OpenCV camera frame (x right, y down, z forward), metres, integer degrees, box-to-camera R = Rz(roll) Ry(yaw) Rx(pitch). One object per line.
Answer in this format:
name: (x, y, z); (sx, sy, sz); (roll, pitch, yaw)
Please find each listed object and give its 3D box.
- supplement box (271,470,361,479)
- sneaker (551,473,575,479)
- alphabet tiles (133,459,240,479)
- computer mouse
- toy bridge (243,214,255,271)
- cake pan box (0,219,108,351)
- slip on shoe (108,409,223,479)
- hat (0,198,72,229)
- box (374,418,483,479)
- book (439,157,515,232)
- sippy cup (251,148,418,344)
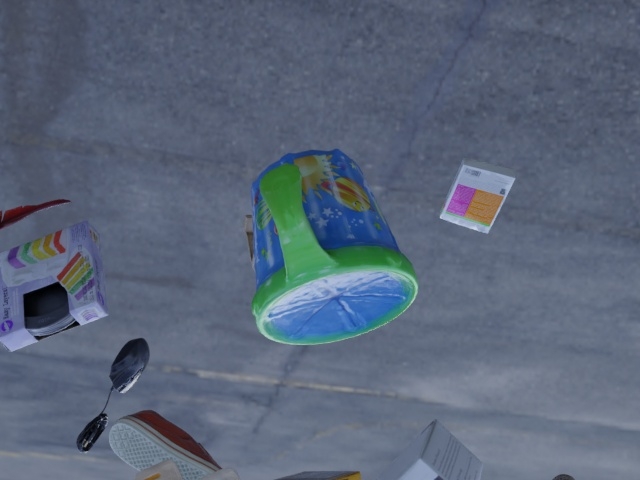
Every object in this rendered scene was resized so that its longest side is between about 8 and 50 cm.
supplement box: (-0.002, 0.658, 2.344); (0.129, 0.191, 0.194); (-2, 172, -45)
sneaker: (0.470, 0.541, 1.954); (0.066, 0.188, 0.071); (22, -161, 26)
alphabet tiles: (-0.211, 0.414, 1.280); (0.277, 0.284, 0.021); (-23, 131, -14)
computer mouse: (-0.390, 0.296, 1.872); (0.041, 0.242, 0.071); (19, 164, 23)
toy bridge: (-0.102, 0.021, 1.681); (0.026, 0.063, 0.188); (3, -155, -21)
cake pan box: (-0.618, 0.105, 2.243); (0.245, 0.267, 0.070); (-20, 141, 5)
slip on shoe: (-0.240, 0.426, 1.836); (0.331, 0.101, 0.123); (33, 117, 11)
hat: (-0.549, -0.005, 1.595); (0.183, 0.209, 0.173); (24, -178, -1)
box: (0.166, 0.427, 1.654); (0.119, 0.181, 0.182); (42, -162, 4)
book: (0.281, -0.082, 1.770); (0.096, 0.035, 0.144); (14, 139, -4)
sippy cup: (0.000, 0.000, 1.404); (0.240, 0.224, 0.305); (-3, 150, -21)
